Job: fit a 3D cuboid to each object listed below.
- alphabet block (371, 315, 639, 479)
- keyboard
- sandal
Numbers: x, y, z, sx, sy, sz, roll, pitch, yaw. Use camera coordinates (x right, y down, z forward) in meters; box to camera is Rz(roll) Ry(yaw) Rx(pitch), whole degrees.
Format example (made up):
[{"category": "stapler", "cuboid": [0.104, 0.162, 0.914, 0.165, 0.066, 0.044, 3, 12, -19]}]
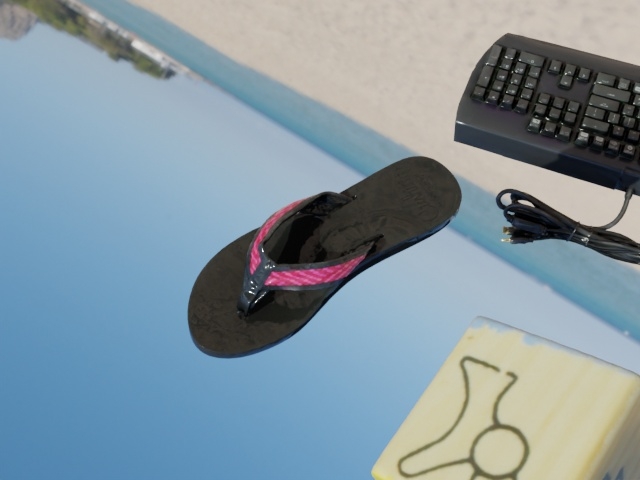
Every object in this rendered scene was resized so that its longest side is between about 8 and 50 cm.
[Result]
[{"category": "alphabet block", "cuboid": [0.200, 0.223, 0.871, 0.192, 0.197, 0.193, 19, 153, 43]}, {"category": "keyboard", "cuboid": [0.266, -0.063, 0.749, 0.317, 0.201, 0.033, 18, 160, 13]}, {"category": "sandal", "cuboid": [0.000, 0.000, 0.504, 0.067, 0.179, 0.040, 53, 168, 23]}]
